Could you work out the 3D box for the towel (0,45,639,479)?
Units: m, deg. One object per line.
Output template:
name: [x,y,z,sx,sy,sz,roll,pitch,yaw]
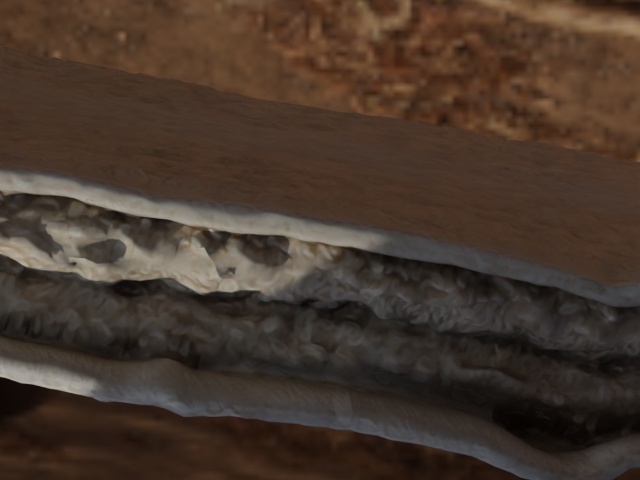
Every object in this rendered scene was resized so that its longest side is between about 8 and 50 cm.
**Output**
towel: [0.000,0.000,0.420,0.282,0.049,0.187,10,-170,-7]
